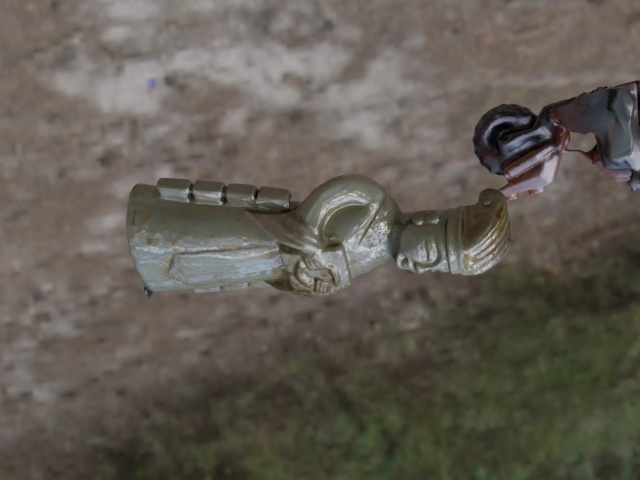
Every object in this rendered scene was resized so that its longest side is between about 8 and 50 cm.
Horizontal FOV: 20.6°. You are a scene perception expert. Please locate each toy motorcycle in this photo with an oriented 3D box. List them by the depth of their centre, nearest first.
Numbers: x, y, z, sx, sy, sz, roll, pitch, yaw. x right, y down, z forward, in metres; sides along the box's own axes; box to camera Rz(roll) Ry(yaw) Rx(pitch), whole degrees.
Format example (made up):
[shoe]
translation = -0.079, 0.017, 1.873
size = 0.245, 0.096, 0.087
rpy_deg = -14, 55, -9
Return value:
[toy motorcycle]
translation = 0.243, -0.080, 1.539
size = 0.212, 0.118, 0.084
rpy_deg = -14, -174, 17

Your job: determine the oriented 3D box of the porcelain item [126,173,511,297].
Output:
[porcelain item]
translation = 0.000, 0.000, 0.994
size = 0.213, 0.054, 0.084
rpy_deg = 0, 141, 15
